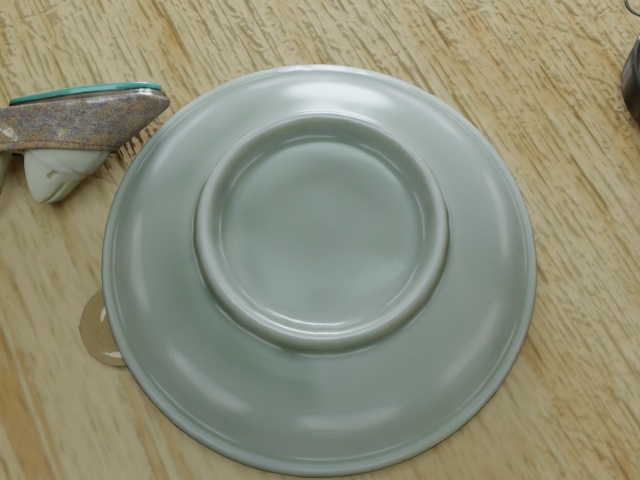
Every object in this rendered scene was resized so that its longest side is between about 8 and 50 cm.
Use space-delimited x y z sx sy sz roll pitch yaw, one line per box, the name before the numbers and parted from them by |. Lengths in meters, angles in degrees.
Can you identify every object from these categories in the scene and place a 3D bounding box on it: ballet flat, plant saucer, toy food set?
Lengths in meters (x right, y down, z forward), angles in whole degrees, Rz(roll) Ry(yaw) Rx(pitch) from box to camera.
ballet flat | -0.294 -0.085 0.882 0.316 0.107 0.106 -4 91 6
plant saucer | 0.000 0.000 0.817 0.400 0.100 0.400 0 69 -1
toy food set | -0.180 0.075 0.851 0.082 0.020 0.083 43 78 15

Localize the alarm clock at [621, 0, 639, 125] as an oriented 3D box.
alarm clock | 0.349 -0.170 0.891 0.129 0.064 0.192 -22 74 -5
